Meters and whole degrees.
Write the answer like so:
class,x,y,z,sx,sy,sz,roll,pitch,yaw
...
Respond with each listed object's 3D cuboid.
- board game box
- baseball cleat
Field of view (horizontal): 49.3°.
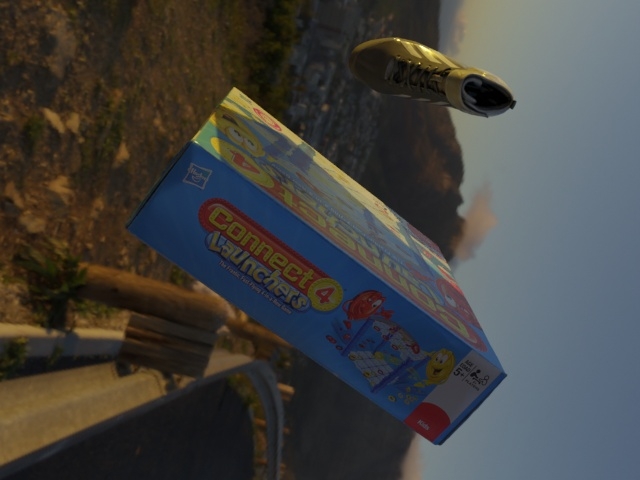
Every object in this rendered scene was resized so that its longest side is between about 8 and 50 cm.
class,x,y,z,sx,sy,sz,roll,pitch,yaw
board game box,0.000,0.000,0.660,0.086,0.308,0.302,-50,-166,14
baseball cleat,0.134,-0.197,0.830,0.109,0.206,0.072,-69,172,-77
